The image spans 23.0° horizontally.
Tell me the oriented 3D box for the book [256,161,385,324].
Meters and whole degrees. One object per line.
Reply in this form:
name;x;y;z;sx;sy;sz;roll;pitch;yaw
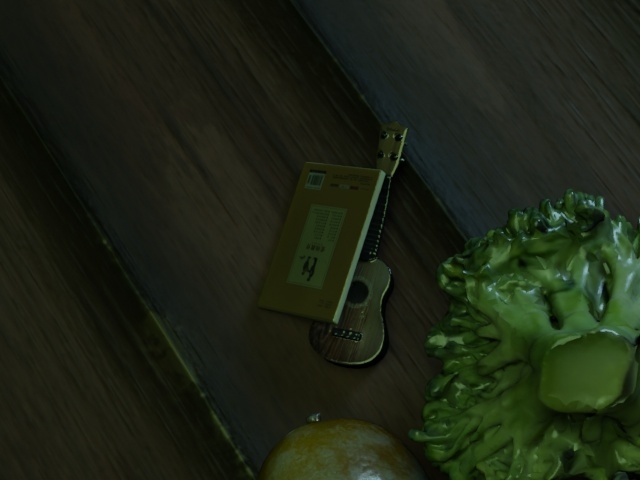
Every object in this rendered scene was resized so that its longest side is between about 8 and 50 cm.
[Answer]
book;0.000;0.000;1.690;0.118;0.012;0.172;10;78;44

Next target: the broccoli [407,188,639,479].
broccoli;0.257;0.132;1.512;0.334;0.272;0.324;13;119;11

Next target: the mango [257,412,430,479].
mango;0.042;0.347;1.499;0.199;0.221;0.384;-28;65;17

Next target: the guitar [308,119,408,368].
guitar;0.054;0.003;1.686;0.084;0.038;0.271;10;80;16
